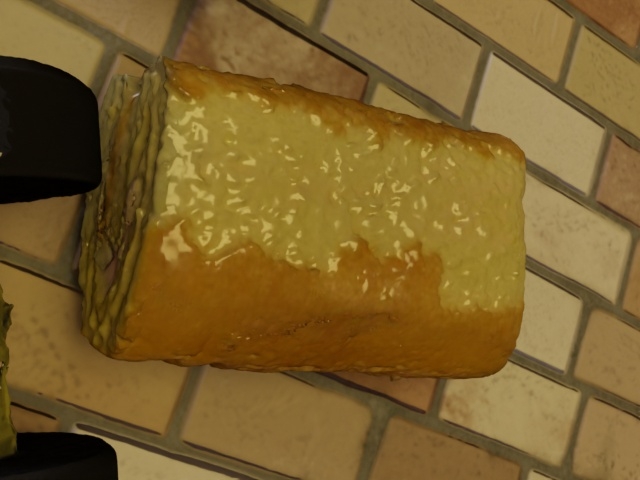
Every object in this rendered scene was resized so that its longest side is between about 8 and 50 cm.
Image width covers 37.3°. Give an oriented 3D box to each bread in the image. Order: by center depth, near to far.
[{"bbox_3d":[0.000,0.000,0.799,0.376,0.165,0.236,6,86,-32],"label":"bread"}]

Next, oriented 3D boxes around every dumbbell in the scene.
[{"bbox_3d":[-0.241,0.055,0.627,0.204,0.204,0.322,-2,87,-32],"label":"dumbbell"}]
